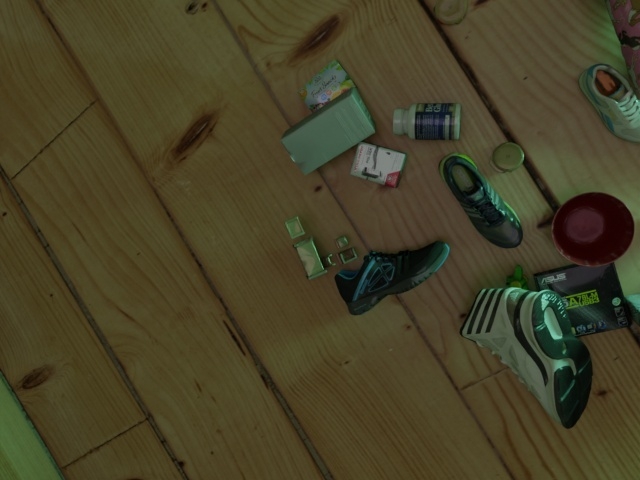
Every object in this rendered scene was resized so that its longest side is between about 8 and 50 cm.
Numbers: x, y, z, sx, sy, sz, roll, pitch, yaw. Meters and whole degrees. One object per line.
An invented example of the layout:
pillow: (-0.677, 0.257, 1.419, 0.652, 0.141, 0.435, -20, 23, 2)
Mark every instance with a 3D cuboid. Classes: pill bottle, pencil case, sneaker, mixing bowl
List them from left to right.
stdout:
sneaker: (0.192, 0.081, 1.382, 0.341, 0.125, 0.139, -32, 89, 19)
pill bottle: (0.280, -0.312, 1.309, 0.169, 0.094, 0.094, 4, 100, 16)
sneaker: (0.410, -0.098, 1.288, 0.111, 0.121, 0.300, -41, 85, 19)
sneaker: (0.531, 0.286, 1.307, 0.257, 0.169, 0.447, 9, 135, 54)
mixing bowl: (0.662, -0.033, 1.234, 0.181, 0.098, 0.181, 3, 99, 16)
sneaker: (0.708, -0.320, 1.178, 0.087, 0.092, 0.228, -44, 86, 17)
pencil case: (0.711, -0.519, 1.090, 0.160, 0.167, 0.386, -21, 86, 8)

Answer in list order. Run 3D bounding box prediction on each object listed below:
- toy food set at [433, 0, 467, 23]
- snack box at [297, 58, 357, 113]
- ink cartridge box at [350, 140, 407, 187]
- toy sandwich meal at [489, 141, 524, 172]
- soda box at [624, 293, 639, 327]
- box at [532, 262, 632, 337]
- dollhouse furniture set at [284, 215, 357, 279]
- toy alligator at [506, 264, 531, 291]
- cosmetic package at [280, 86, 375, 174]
toy food set: (0.335, -0.600, 1.285, 0.083, 0.020, 0.082, 20, 104, 13)
snack box: (0.020, -0.423, 1.401, 0.141, 0.037, 0.100, -38, 86, 19)
ink cartridge box: (0.161, -0.211, 1.382, 0.135, 0.056, 0.099, 18, 104, 13)
toy sandwich meal: (0.486, -0.214, 1.298, 0.086, 0.029, 0.085, -1, 87, 16)
soda box: (0.785, 0.176, 1.184, 0.063, 0.183, 0.058, -17, 93, 20)
box: (0.674, 0.151, 1.288, 0.191, 0.045, 0.184, -17, 96, 18)
dollhouse furniture set: (0.000, 0.000, 1.466, 0.161, 0.101, 0.182, -23, 91, -5)
toy alligator: (0.531, 0.156, 1.329, 0.051, 0.056, 0.189, -7, 104, 47)
cosmetic package: (0.021, -0.299, 1.372, 0.238, 0.107, 0.127, -26, 113, 21)
